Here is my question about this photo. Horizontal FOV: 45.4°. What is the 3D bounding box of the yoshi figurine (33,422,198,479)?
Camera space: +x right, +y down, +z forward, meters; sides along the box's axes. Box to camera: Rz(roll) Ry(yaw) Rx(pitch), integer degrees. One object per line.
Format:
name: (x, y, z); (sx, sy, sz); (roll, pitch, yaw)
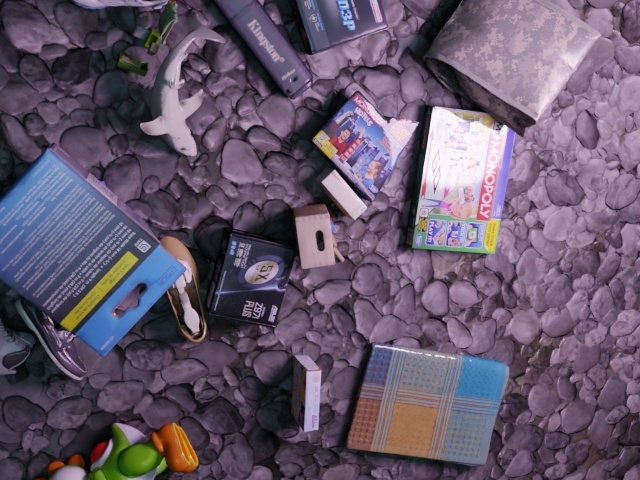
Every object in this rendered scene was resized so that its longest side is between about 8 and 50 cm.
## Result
yoshi figurine: (-0.428, 0.525, 1.564); (0.362, 0.203, 0.203); (-24, 114, -8)

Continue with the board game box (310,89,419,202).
board game box: (0.104, -0.218, 1.633); (0.194, 0.060, 0.194); (-47, 110, -4)

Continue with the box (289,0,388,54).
box: (0.024, -0.507, 1.550); (0.175, 0.051, 0.220); (-21, 107, -11)

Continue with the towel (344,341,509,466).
towel: (0.257, 0.391, 1.825); (0.370, 0.040, 0.271); (12, 97, -17)

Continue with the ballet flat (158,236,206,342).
ballet flat: (-0.279, 0.104, 1.577); (0.080, 0.073, 0.232); (-20, 106, -11)

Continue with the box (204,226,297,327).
box: (-0.148, 0.078, 1.610); (0.147, 0.077, 0.180); (14, 97, -20)

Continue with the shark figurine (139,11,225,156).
shark figurine: (-0.298, -0.303, 1.476); (0.166, 0.116, 0.278); (-8, 116, -50)

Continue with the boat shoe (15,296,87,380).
boat shoe: (-0.519, 0.186, 1.522); (0.065, 0.075, 0.206); (-33, 104, -5)

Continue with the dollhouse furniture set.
dollhouse furniture set: (-0.325, -0.387, 1.441); (0.059, 0.076, 0.151); (21, 126, -27)

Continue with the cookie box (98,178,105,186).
cookie box: (-0.459, -0.059, 1.505); (0.092, 0.040, 0.107); (-13, 105, -13)

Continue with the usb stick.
usb stick: (-0.118, -0.409, 1.531); (0.077, 0.045, 0.278); (-41, 110, -6)

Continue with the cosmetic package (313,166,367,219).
cosmetic package: (0.043, -0.101, 1.640); (0.041, 0.060, 0.115); (-44, 112, -5)

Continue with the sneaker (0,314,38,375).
sneaker: (-0.618, 0.162, 1.490); (0.132, 0.086, 0.228); (2, 111, -22)

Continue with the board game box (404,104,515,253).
board game box: (0.316, -0.133, 1.724); (0.214, 0.046, 0.317); (4, 100, -17)

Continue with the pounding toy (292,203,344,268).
pounding toy: (0.000, 0.000, 1.622); (0.100, 0.130, 0.141); (-8, 104, -3)

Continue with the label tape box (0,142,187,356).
label tape box: (-0.457, 0.019, 1.444); (0.240, 0.106, 0.334); (-46, 109, -1)

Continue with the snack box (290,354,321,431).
snack box: (-0.033, 0.335, 1.688); (0.037, 0.100, 0.141); (0, 101, -18)

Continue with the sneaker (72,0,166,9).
sneaker: (-0.366, -0.463, 1.412); (0.191, 0.083, 0.071); (-8, 109, -22)

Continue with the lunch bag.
lunch bag: (0.389, -0.399, 1.620); (0.287, 0.169, 0.235); (36, 87, 5)
